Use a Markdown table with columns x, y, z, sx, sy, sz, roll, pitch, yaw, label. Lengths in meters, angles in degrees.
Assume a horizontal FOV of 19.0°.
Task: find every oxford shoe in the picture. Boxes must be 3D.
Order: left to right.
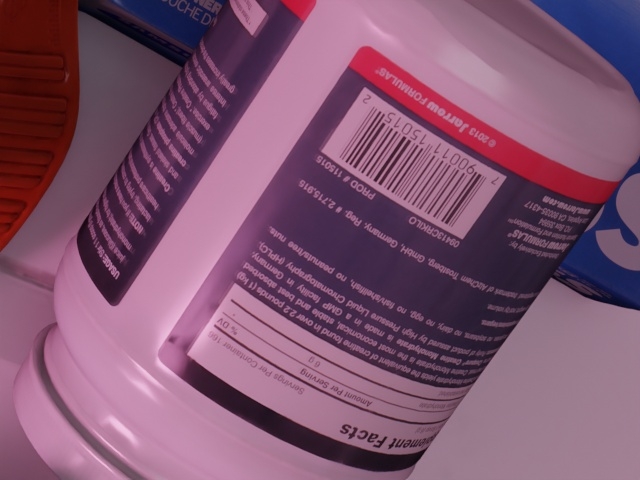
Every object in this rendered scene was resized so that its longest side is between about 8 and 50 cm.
| x | y | z | sx | sy | sz | roll | pitch | yaw | label |
| --- | --- | --- | --- | --- | --- | --- | --- | --- | --- |
| -0.170 | -0.102 | 0.925 | 0.097 | 0.098 | 0.271 | 10 | 108 | -35 | oxford shoe |

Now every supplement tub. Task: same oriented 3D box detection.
| x | y | z | sx | sy | sz | roll | pitch | yaw | label |
| --- | --- | --- | --- | --- | --- | --- | --- | --- | --- |
| 0.000 | 0.000 | 0.866 | 0.191 | 0.191 | 0.272 | 29 | 106 | -18 | supplement tub |

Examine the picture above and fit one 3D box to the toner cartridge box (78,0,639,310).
| x | y | z | sx | sy | sz | roll | pitch | yaw | label |
| --- | --- | --- | --- | --- | --- | --- | --- | --- | --- |
| 0.060 | -0.112 | 1.000 | 0.348 | 0.075 | 0.165 | 28 | 84 | -18 | toner cartridge box |
